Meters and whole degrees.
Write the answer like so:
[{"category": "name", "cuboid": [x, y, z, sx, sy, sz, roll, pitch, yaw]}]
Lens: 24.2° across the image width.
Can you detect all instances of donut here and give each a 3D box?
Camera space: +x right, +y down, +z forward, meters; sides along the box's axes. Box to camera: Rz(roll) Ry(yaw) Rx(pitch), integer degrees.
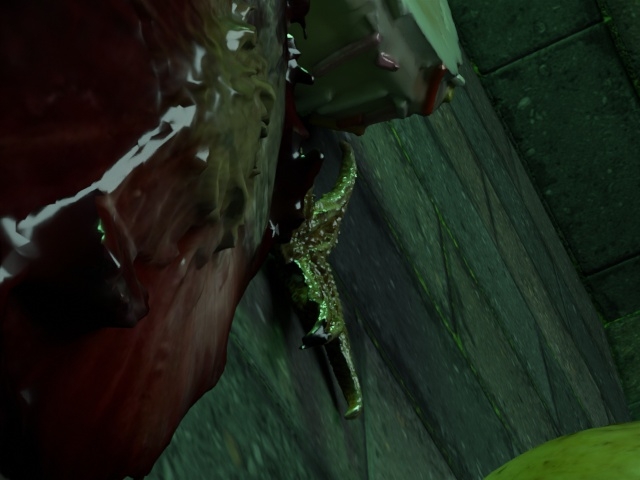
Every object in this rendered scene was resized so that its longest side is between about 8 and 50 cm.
[{"category": "donut", "cuboid": [-0.013, -0.256, 1.195, 0.382, 0.142, 0.382, 58, 17, -29]}]

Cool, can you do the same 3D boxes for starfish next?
[{"category": "starfish", "cuboid": [-0.008, 0.002, 0.978, 0.238, 0.057, 0.213, -68, 141, -66]}]

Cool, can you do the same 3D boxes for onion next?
[{"category": "onion", "cuboid": [-0.115, -0.043, 0.433, 0.272, 0.195, 0.272, 8, 90, -68]}]

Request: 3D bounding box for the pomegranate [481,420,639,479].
[{"category": "pomegranate", "cuboid": [0.178, 0.250, 0.790, 0.322, 0.322, 0.322, 59, 15, -27]}]
